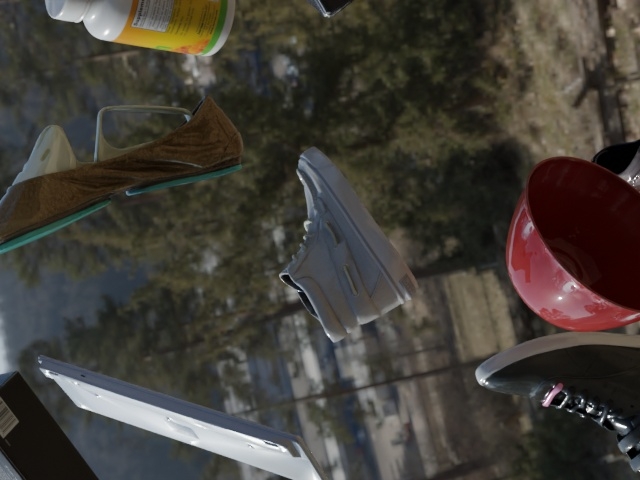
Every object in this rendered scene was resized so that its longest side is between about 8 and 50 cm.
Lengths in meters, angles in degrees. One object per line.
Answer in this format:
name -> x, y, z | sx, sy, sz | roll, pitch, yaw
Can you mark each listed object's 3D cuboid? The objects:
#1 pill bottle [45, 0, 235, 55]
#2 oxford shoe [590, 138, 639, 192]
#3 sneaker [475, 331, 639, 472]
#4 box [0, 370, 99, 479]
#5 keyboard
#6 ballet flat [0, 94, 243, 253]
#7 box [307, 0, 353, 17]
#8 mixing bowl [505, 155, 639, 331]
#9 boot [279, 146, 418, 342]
pill bottle -> -0.258, -0.347, 1.513 | 0.136, 0.245, 0.136 | -7, 82, 55
oxford shoe -> 0.435, -0.100, 1.604 | 0.271, 0.098, 0.097 | -29, 36, 62
sneaker -> 0.330, 0.190, 1.215 | 0.105, 0.295, 0.147 | 107, 161, -59
box -> -0.443, 0.326, 1.528 | 0.261, 0.184, 0.103 | 60, -142, -20
keyboard -> -0.108, 0.135, 0.801 | 0.256, 0.014, 0.072 | 11, 150, 32
ballet flat -> -0.257, -0.092, 1.265 | 0.124, 0.342, 0.116 | 71, 162, -6
box -> 0.067, -0.377, 0.952 | 0.179, 0.312, 0.343 | 57, -177, -20
mixing bowl -> 0.246, 0.020, 1.016 | 0.098, 0.181, 0.181 | -53, 44, 42
boot -> 0.000, 0.000, 1.206 | 0.258, 0.123, 0.095 | 56, 179, 46
